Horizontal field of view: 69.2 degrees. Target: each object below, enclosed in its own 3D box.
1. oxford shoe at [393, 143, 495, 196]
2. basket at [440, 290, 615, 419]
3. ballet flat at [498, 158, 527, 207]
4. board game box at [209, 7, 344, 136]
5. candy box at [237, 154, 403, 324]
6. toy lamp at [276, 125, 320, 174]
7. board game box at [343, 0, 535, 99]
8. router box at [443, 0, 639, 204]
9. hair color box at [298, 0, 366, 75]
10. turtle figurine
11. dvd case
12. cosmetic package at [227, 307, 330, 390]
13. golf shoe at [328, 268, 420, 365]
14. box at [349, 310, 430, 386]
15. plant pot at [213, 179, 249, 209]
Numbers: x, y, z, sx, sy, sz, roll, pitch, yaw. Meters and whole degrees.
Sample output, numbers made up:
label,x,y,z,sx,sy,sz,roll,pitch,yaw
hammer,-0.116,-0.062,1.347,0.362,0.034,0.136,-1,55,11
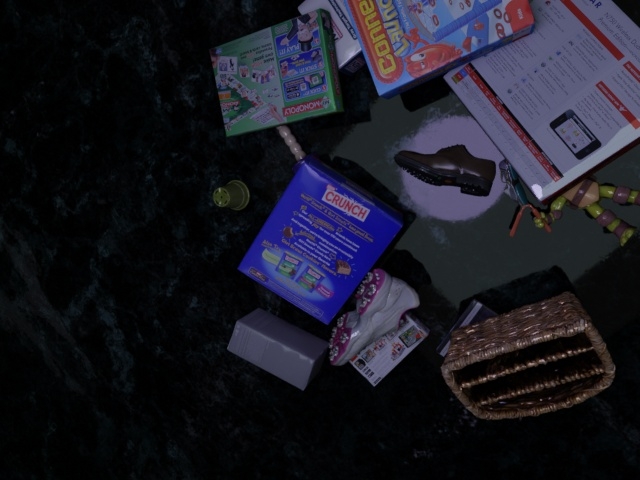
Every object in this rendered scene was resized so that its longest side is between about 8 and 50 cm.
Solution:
label,x,y,z,sx,sy,sz,roll,pitch,yaw
oxford shoe,0.279,-0.173,1.044,0.227,0.083,0.096,19,83,19
basket,0.429,0.269,0.954,0.299,0.223,0.213,-25,90,22
ballet flat,0.417,-0.124,1.013,0.041,0.041,0.114,-19,92,23
board game box,-0.108,-0.374,1.074,0.317,0.046,0.213,-4,102,31
candy box,0.000,0.000,1.116,0.268,0.122,0.317,33,112,-5
toy lamp,-0.079,-0.257,1.159,0.080,0.080,0.274,-36,86,23
board game box,0.205,-0.481,0.892,0.302,0.086,0.308,-20,95,22
router box,0.461,-0.288,0.896,0.301,0.082,0.335,-37,71,23
hair color box,0.142,-0.543,1.006,0.347,0.105,0.174,-33,88,23
turtle figurine,0.533,-0.082,0.942,0.217,0.087,0.269,38,104,28
dvd case,0.411,0.264,1.090,0.221,0.018,0.164,34,110,12
cosmetic package,-0.109,0.284,1.241,0.238,0.127,0.107,27,107,17
golf shoe,0.121,0.207,1.105,0.140,0.115,0.306,19,125,-14
box,0.165,0.261,1.176,0.114,0.036,0.207,44,112,9
plant pot,-0.247,-0.119,1.248,0.083,0.079,0.083,4,102,21
